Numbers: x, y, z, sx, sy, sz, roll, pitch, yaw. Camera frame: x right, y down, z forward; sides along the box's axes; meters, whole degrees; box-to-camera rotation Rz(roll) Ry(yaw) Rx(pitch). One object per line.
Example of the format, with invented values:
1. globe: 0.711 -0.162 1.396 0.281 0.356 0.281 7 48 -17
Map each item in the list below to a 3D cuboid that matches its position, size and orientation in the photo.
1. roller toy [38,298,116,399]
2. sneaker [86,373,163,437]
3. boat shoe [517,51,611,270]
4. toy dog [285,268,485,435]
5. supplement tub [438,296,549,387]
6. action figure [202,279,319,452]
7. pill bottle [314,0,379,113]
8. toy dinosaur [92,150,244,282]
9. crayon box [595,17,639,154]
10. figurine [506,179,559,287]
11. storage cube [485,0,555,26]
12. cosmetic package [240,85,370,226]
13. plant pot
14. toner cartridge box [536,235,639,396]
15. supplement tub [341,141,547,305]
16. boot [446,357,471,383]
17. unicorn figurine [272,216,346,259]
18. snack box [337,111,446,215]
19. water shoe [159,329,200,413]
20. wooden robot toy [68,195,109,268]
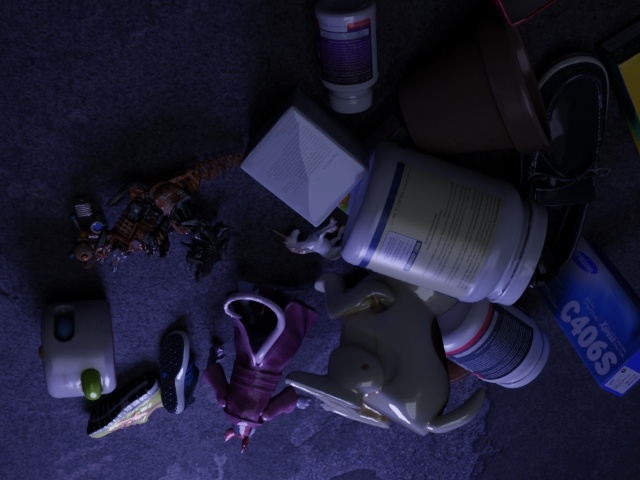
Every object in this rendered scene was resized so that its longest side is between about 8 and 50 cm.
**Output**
1. roller toy: -0.490 0.217 1.723 0.146 0.209 0.191 -4 91 -12
2. sneaker: -0.432 0.392 1.934 0.208 0.081 0.094 -32 129 8
3. boat shoe: 0.490 -0.138 1.748 0.187 0.156 0.500 -2 125 -12
4. toy dog: 0.161 0.164 1.751 0.284 0.395 0.407 40 65 -50
5. supplement tub: 0.370 0.207 1.942 0.272 0.191 0.191 33 111 -31
6. action figure: -0.121 0.278 1.804 0.248 0.276 0.370 14 94 -4
7. pill bottle: 0.049 -0.329 1.519 0.108 0.108 0.193 -11 127 -7
8. toy dinosaur: -0.273 -0.045 1.622 0.322 0.164 0.218 -34 112 18
9. crayon box: 0.772 -0.349 1.700 0.363 0.106 0.313 -31 128 9
10. figurine: 0.369 -0.024 1.750 0.092 0.215 0.209 -26 109 -35
11. storage cube: 0.327 -0.505 1.412 0.215 0.193 0.183 -34 127 9
12. cosmetic package: -0.025 -0.155 1.571 0.184 0.151 0.151 39 109 -13
13. plant pot: 0.275 -0.257 1.568 0.229 0.263 0.263 -19 130 21
14. toner cartridge box: 0.608 0.156 1.869 0.075 0.348 0.165 28 114 -29
15. supplement tub: 0.222 -0.025 1.570 0.325 0.235 0.235 19 121 -3
16. boot: 0.223 0.267 2.008 0.305 0.112 0.115 4 113 -15
17. unicorn figurine: 0.000 0.000 1.775 0.111 0.060 0.162 -42 124 16
18. snack box: 0.133 -0.124 1.714 0.207 0.070 0.174 -43 123 15
19. water shoe: -0.311 0.283 1.905 0.080 0.073 0.203 -22 126 -56
20. wooden robot toy: -0.444 0.005 1.649 0.076 0.079 0.173 2 125 -16
